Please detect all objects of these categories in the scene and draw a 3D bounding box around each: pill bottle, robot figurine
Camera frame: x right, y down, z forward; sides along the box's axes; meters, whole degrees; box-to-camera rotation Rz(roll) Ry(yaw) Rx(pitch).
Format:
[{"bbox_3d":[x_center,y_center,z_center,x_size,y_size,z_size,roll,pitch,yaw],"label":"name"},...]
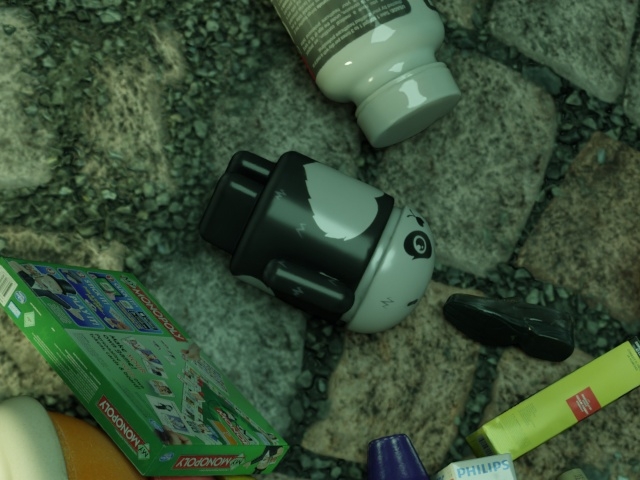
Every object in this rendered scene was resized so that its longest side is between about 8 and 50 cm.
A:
[{"bbox_3d":[0.046,-0.284,1.975,0.176,0.176,0.318,-25,79,-16],"label":"pill bottle"},{"bbox_3d":[0.001,-0.003,1.880,0.278,0.173,0.209,26,70,-1],"label":"robot figurine"}]

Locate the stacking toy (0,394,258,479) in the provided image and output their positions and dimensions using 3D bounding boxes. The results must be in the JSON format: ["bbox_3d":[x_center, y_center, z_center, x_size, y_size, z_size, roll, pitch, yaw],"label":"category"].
[{"bbox_3d":[-0.139,0.345,1.715,0.480,0.350,0.350,3,72,-26],"label":"stacking toy"}]

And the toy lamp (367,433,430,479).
[{"bbox_3d":[0.108,0.364,1.839,0.080,0.080,0.274,-8,75,-13],"label":"toy lamp"}]

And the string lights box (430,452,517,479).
[{"bbox_3d":[0.198,0.386,1.817,0.077,0.133,0.259,-9,74,-12],"label":"string lights box"}]

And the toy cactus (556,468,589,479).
[{"bbox_3d":[0.329,0.356,1.871,0.219,0.112,0.180,-15,62,-14],"label":"toy cactus"}]

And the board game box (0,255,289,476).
[{"bbox_3d":[-0.202,0.137,1.733,0.317,0.213,0.046,44,108,32],"label":"board game box"}]

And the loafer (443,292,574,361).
[{"bbox_3d":[0.234,0.097,1.960,0.170,0.062,0.061,20,49,-7],"label":"loafer"}]

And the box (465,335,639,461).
[{"bbox_3d":[0.294,0.201,1.918,0.232,0.087,0.058,-27,80,-18],"label":"box"}]
